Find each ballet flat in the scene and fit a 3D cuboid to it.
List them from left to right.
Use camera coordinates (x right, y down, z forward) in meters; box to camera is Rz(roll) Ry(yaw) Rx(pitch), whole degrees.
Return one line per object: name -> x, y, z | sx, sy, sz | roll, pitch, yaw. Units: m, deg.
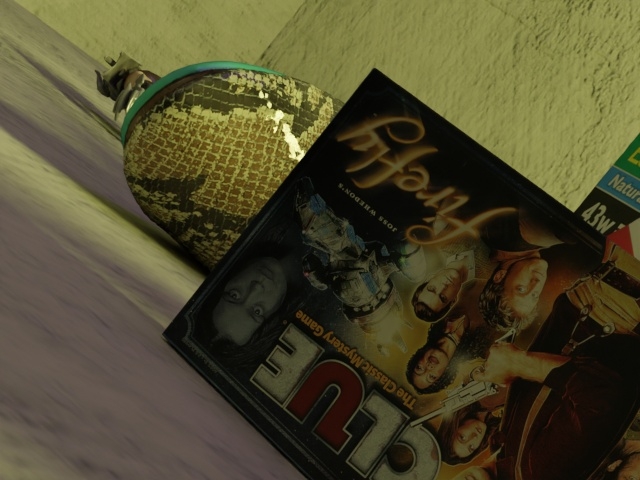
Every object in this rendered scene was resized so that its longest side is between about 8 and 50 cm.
ballet flat -> 0.000, 0.000, 1.158 | 0.182, 0.164, 0.483 | 56, 5, 16

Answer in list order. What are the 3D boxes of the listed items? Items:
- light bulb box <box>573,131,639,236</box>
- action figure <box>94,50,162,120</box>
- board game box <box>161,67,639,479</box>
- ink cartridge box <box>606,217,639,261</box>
light bulb box -> 0.323, 0.118, 1.112 | 0.225, 0.361, 0.358 | 38, 2, -31
action figure -> -0.149, -0.112, 1.628 | 0.285, 0.099, 0.185 | 36, 8, 22
board game box -> 0.063, 0.054, 0.653 | 0.243, 0.165, 0.042 | 39, 2, 30
ink cartridge box -> 0.290, 0.050, 0.817 | 0.197, 0.273, 0.114 | 50, 23, -21
